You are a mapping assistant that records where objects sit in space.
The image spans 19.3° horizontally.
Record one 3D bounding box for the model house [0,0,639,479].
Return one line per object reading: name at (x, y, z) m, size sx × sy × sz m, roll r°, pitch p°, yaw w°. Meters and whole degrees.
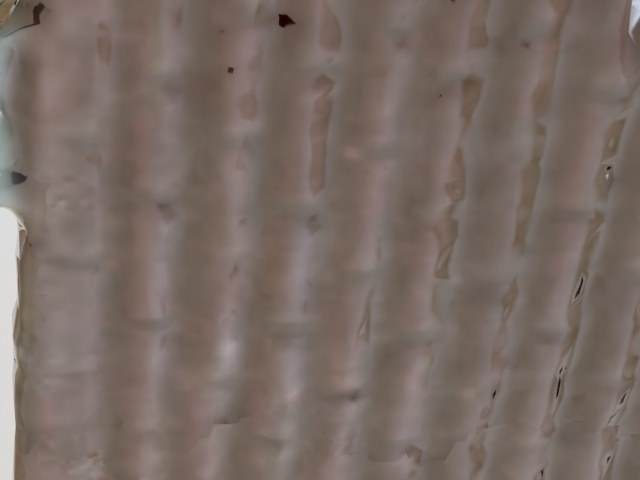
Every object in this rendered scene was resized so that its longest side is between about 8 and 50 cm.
model house at (0.000, 0.000, 0.521) m, size 0.230 × 0.248 × 0.280 m, roll 50°, pitch 142°, yaw 46°
